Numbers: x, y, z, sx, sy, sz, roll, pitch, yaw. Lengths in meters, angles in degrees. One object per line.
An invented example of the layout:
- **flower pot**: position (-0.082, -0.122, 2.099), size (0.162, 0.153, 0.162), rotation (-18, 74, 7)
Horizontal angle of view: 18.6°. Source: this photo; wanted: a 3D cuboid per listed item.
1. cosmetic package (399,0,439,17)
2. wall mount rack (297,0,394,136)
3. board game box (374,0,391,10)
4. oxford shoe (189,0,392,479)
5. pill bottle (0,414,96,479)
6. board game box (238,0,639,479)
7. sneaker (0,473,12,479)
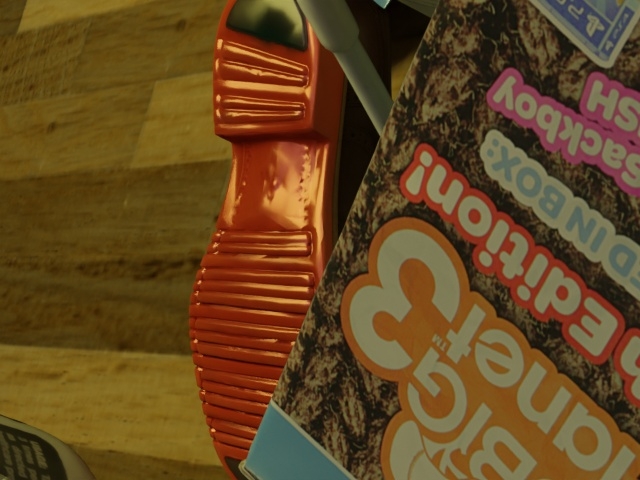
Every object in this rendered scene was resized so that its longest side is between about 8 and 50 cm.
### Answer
- **cosmetic package**: position (0.141, -0.121, 0.739), size (0.224, 0.225, 0.138), rotation (25, 92, 57)
- **wall mount rack**: position (0.051, 0.073, 0.788), size (0.350, 0.130, 0.304), rotation (-126, 44, -53)
- **board game box**: position (0.024, -0.170, 1.115), size (0.133, 0.033, 0.168), rotation (-59, 34, 11)
- **oxford shoe**: position (0.000, 0.000, 1.012), size (0.097, 0.098, 0.271), rotation (10, 97, 40)
- **pill bottle**: position (-0.234, 0.173, 0.978), size (0.210, 0.363, 0.210), rotation (-33, 45, 41)
- **board game box**: position (0.146, -0.035, 0.485), size (0.141, 0.232, 0.291), rotation (41, 128, 26)
- **sneaker**: position (-0.111, 0.269, 0.798), size (0.210, 0.137, 0.366), rotation (-40, 66, -5)
